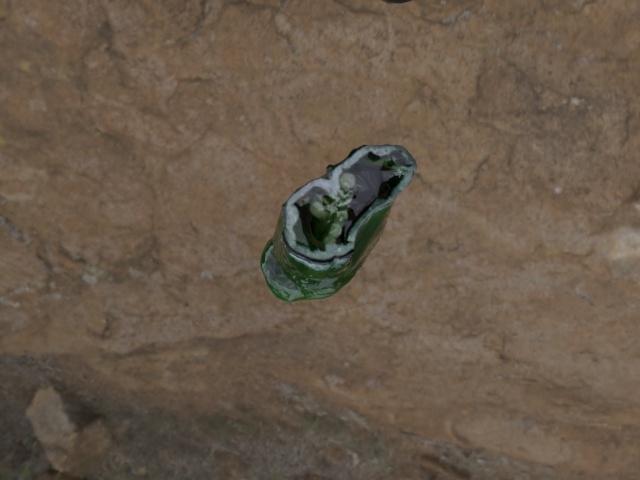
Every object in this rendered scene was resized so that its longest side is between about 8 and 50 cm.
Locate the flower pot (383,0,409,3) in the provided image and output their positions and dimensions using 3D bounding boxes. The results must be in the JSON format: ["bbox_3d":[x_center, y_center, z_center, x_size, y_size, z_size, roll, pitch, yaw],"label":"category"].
[{"bbox_3d":[0.101,-0.639,1.321,0.251,0.379,0.379,13,138,-28],"label":"flower pot"}]

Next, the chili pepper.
[{"bbox_3d":[0.000,0.000,0.760,0.099,0.136,0.270,30,161,0],"label":"chili pepper"}]
